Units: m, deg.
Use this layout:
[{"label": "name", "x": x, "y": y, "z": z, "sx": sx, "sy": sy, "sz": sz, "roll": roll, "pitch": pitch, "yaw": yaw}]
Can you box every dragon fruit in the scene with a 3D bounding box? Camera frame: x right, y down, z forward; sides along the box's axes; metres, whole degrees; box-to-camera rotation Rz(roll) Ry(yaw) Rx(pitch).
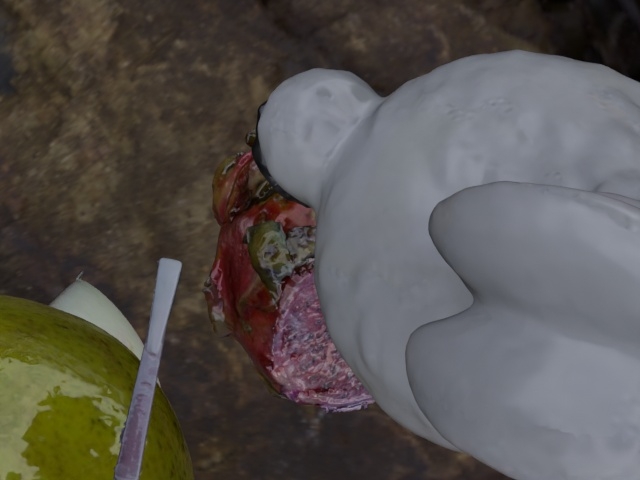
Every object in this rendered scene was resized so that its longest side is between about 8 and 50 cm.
[{"label": "dragon fruit", "x": 0.000, "y": 0.000, "z": 1.366, "sx": 0.296, "sy": 0.263, "sz": 0.314, "roll": -28, "pitch": 138, "yaw": -20}]

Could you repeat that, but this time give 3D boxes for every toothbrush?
[{"label": "toothbrush", "x": -0.072, "y": 0.082, "z": 0.540, "sx": 0.017, "sy": 0.014, "sz": 0.194, "roll": 10, "pitch": 45, "yaw": -8}]

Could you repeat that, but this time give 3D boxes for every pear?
[{"label": "pear", "x": -0.202, "y": 0.157, "z": 0.763, "sx": 0.294, "sy": 0.294, "sz": 0.294, "roll": 4, "pitch": 82, "yaw": -26}]

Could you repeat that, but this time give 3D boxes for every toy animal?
[{"label": "toy animal", "x": 0.113, "y": 0.015, "z": 0.555, "sx": 0.258, "sy": 0.357, "sz": 0.193, "roll": 17, "pitch": 90, "yaw": -14}]

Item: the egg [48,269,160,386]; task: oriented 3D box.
[{"label": "egg", "x": -0.223, "y": 0.177, "z": 1.134, "sx": 0.162, "sy": 0.206, "sz": 0.271, "roll": 37, "pitch": 83, "yaw": -3}]
